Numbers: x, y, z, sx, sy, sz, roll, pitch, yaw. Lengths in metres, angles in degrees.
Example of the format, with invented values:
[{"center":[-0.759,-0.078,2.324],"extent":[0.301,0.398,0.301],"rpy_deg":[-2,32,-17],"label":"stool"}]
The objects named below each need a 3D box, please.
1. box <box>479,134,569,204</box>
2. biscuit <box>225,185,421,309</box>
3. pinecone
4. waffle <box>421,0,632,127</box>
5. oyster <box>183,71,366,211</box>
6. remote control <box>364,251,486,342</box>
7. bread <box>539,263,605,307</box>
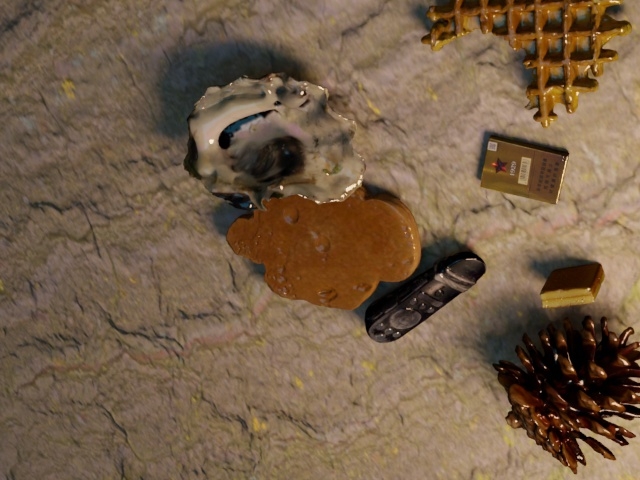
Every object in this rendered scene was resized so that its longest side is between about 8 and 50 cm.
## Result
[{"center":[0.334,-0.116,1.746],"extent":[0.133,0.023,0.090],"rpy_deg":[14,118,17],"label":"box"},{"center":[0.002,-0.002,1.931],"extent":[0.376,0.051,0.269],"rpy_deg":[2,114,22],"label":"biscuit"},{"center":[0.427,0.244,1.757],"extent":[0.264,0.264,0.264],"rpy_deg":[10,118,19],"label":"pinecone"},{"center":[0.320,-0.338,1.620],"extent":[0.293,0.069,0.260],"rpy_deg":[38,121,6],"label":"waffle"},{"center":[-0.099,-0.167,1.842],"extent":[0.351,0.115,0.238],"rpy_deg":[-8,93,28],"label":"oyster"},{"center":[0.182,0.090,1.895],"extent":[0.090,0.066,0.266],"rpy_deg":[23,130,-39],"label":"remote control"},{"center":[0.417,0.075,1.762],"extent":[0.090,0.094,0.035],"rpy_deg":[-9,110,30],"label":"bread"}]
